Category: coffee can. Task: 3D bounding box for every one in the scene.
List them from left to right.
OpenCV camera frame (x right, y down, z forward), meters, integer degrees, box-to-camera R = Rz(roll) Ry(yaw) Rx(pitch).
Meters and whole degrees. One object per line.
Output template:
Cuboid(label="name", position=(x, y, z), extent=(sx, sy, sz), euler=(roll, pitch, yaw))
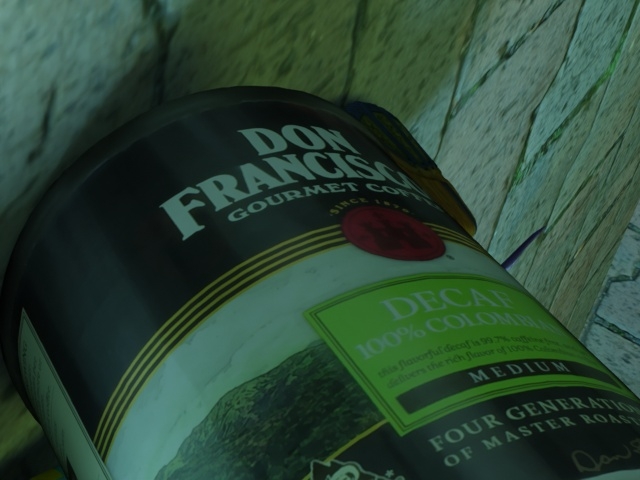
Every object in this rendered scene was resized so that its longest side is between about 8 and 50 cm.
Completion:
Cuboid(label="coffee can", position=(0.011, 0.089, 0.536), extent=(0.201, 0.275, 0.202), euler=(-16, 128, -22))

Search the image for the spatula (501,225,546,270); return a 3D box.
Cuboid(label="spatula", position=(0.019, 0.069, 0.838), extent=(0.296, 0.030, 0.084), euler=(-29, -175, 35))

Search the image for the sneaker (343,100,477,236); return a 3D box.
Cuboid(label="sneaker", position=(0.000, 0.000, 0.826), extent=(0.131, 0.112, 0.296), euler=(-43, 171, 20))

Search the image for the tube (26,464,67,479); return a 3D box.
Cuboid(label="tube", position=(-0.104, 0.129, 0.719), extent=(0.207, 0.052, 0.080), euler=(-21, 139, -34))
